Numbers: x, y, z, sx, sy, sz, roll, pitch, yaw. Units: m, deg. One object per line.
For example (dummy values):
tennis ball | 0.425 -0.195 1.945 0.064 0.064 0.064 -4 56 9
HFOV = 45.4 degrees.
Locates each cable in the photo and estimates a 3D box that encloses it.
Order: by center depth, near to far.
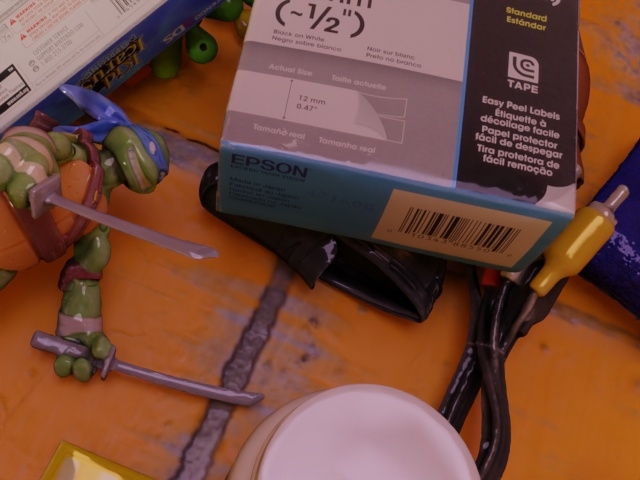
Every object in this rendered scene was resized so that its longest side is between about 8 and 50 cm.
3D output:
cable | 0.137 0.061 0.629 0.072 0.140 0.287 47 68 -37

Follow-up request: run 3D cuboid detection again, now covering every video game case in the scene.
video game case | -0.245 -0.224 0.645 0.270 0.061 0.244 -38 76 1

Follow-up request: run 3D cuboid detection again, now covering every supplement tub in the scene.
supplement tub | 0.007 0.177 0.476 0.145 0.199 0.144 6 61 -11

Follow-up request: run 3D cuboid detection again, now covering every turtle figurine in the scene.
turtle figurine | -0.202 0.029 0.501 0.266 0.198 0.274 -24 80 -12

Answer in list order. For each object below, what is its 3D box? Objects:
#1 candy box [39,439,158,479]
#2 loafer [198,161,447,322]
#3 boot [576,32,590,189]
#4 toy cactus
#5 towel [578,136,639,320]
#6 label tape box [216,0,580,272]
candy box | -0.172 0.245 0.496 0.105 0.027 0.205 22 59 2
loafer | 0.000 0.000 0.639 0.223 0.076 0.078 24 51 -5
boot | 0.134 -0.162 0.756 0.284 0.109 0.220 13 64 -15
toy cactus | -0.143 -0.239 0.728 0.219 0.112 0.180 -19 58 -11
towel | 0.389 0.041 0.721 0.308 0.076 0.228 42 54 10
label tape box | 0.072 -0.169 0.625 0.249 0.115 0.347 11 66 -3
